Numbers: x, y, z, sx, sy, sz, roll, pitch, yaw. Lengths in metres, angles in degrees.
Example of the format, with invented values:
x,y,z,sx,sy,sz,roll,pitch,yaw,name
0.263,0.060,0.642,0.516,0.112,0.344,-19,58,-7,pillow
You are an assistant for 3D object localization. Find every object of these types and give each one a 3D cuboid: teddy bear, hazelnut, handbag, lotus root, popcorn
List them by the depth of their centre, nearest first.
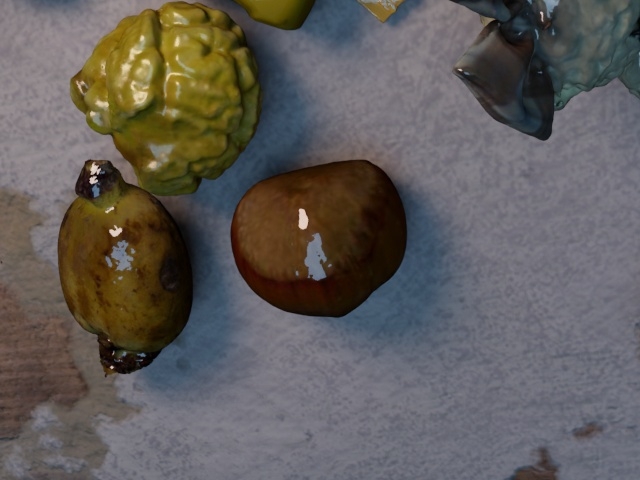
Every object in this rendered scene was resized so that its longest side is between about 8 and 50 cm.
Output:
x,y,z,sx,sy,sz,roll,pitch,yaw,name
0.303,-0.246,0.723,0.375,0.362,0.327,-8,113,15,teddy bear
0.076,-0.288,0.927,0.061,0.027,0.083,39,117,-9,handbag
-0.168,-0.170,0.954,0.200,0.203,0.226,-32,151,-3,popcorn
0.002,0.008,0.987,0.210,0.186,0.210,0,100,-2,hazelnut
-0.239,0.033,1.049,0.169,0.141,0.314,23,131,26,lotus root

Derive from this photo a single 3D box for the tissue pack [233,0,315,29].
x,y,z,sx,sy,sz,roll,pitch,yaw,name
-0.083,-0.305,0.892,0.178,0.123,0.127,19,109,1,tissue pack
